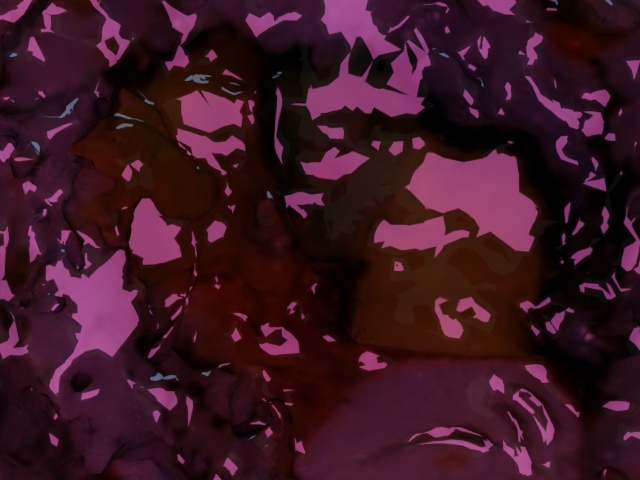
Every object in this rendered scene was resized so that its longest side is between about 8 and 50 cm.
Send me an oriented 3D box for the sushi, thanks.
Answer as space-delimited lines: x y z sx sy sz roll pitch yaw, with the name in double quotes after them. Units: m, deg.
0.003 -0.003 0.734 0.417 0.176 0.417 0 103 1 "sushi"
